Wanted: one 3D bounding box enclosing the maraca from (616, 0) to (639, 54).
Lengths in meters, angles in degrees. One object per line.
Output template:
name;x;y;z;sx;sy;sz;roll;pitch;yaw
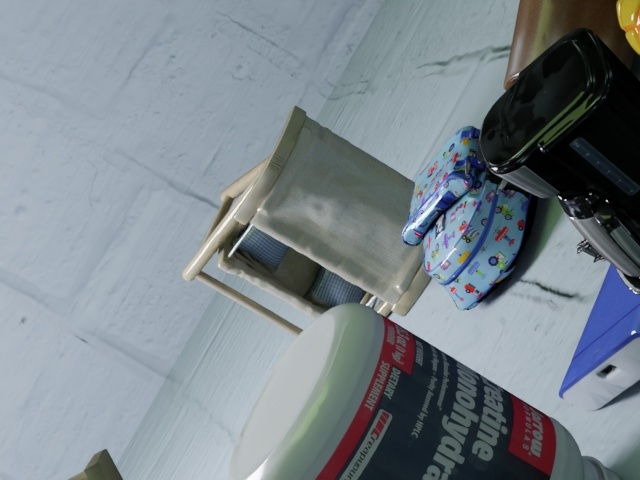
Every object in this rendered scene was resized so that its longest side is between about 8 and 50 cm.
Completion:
maraca;0.349;-0.222;1.700;0.127;0.099;0.186;110;160;-58

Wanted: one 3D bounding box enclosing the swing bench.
swing bench;0.000;0.000;2.199;0.254;0.253;0.165;-44;19;53

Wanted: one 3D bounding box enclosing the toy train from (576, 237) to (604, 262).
toy train;0.259;-0.001;1.587;0.036;0.027;0.158;-62;-5;0

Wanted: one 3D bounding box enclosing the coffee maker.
coffee maker;0.233;-0.074;1.275;0.171;0.178;0.120;-51;30;2

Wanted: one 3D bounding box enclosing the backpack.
backpack;0.166;-0.017;1.900;0.158;0.117;0.173;-48;19;46

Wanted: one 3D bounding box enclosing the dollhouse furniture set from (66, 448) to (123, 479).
dollhouse furniture set;-0.017;0.260;1.290;0.173;0.356;0.303;-27;6;3

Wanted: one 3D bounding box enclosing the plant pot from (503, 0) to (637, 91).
plant pot;0.279;-0.220;1.856;0.167;0.167;0.165;-33;37;65

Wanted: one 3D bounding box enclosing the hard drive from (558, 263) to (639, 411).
hard drive;0.302;-0.024;1.444;0.319;0.040;0.210;-64;1;-21

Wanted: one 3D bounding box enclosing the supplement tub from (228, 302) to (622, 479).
supplement tub;0.083;0.189;1.341;0.191;0.272;0.191;-55;13;18
